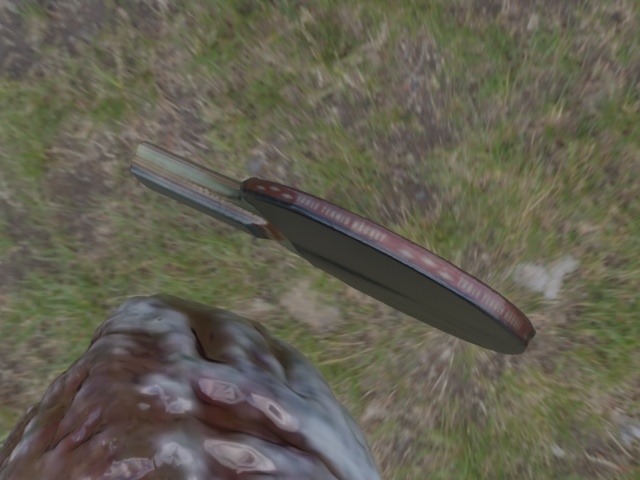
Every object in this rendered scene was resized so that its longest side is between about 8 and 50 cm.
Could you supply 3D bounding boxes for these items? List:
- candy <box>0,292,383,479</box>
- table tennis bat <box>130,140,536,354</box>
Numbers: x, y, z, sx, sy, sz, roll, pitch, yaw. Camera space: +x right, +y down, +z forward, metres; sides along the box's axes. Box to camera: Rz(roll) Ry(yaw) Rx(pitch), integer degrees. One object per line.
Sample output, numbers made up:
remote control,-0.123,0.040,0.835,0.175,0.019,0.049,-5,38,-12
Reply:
candy,-0.044,0.145,0.736,0.214,0.289,0.157,34,108,-29
table tennis bat,0.000,0.000,0.738,0.220,0.130,0.019,24,79,28
